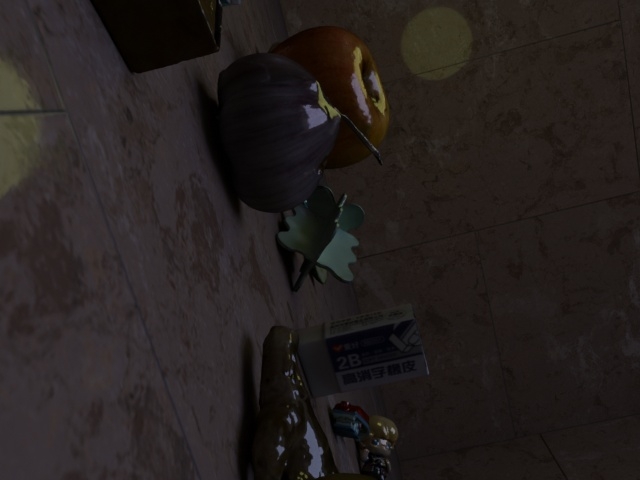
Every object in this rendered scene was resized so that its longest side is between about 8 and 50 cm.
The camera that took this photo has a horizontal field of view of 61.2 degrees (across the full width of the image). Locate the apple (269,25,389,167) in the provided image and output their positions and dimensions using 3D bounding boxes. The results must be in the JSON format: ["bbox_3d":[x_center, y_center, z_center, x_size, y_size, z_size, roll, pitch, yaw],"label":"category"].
[{"bbox_3d":[-0.008,-0.286,1.127,0.299,0.275,0.298,-9,90,-72],"label":"apple"}]

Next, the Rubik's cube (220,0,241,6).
[{"bbox_3d":[-0.158,-0.411,0.868,0.073,0.075,0.084,-19,-97,50],"label":"Rubik's cube"}]

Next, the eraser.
[{"bbox_3d":[0.073,0.195,0.948,0.068,0.210,0.124,-89,164,-65],"label":"eraser"}]

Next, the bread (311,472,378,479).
[{"bbox_3d":[0.007,0.307,0.451,0.213,0.105,0.213,14,73,-59],"label":"bread"}]

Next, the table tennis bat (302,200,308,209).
[{"bbox_3d":[-0.051,-0.108,1.373,0.237,0.038,0.149,58,18,-63],"label":"table tennis bat"}]

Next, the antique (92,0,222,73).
[{"bbox_3d":[-0.167,-0.287,0.398,0.309,0.088,0.093,71,9,-46],"label":"antique"}]

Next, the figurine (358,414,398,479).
[{"bbox_3d":[0.141,0.545,1.392,0.196,0.114,0.108,-78,180,-53],"label":"figurine"}]

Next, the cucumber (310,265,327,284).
[{"bbox_3d":[-0.012,0.062,1.336,0.067,0.035,0.107,-66,147,-51],"label":"cucumber"}]

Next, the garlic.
[{"bbox_3d":[-0.047,-0.147,0.786,0.257,0.207,0.206,6,66,-44],"label":"garlic"}]

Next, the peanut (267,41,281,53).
[{"bbox_3d":[-0.072,-0.376,1.379,0.123,0.124,0.256,-84,160,-74],"label":"peanut"}]

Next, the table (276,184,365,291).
[{"bbox_3d":[0.000,0.000,1.066,0.198,0.167,0.166,-73,150,-63],"label":"table"}]

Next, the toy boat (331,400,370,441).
[{"bbox_3d":[0.066,0.391,1.148,0.173,0.069,0.058,65,33,-55],"label":"toy boat"}]

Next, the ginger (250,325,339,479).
[{"bbox_3d":[-0.016,0.265,0.578,0.166,0.080,0.332,-20,100,-79],"label":"ginger"}]
